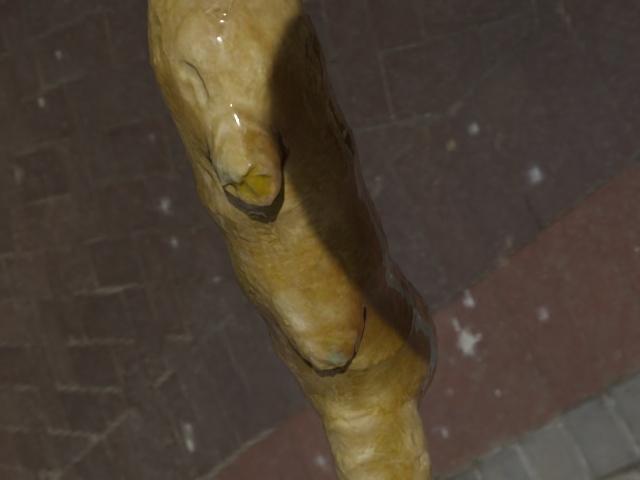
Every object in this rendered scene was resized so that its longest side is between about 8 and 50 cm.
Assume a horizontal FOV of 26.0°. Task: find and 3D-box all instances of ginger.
[{"bbox_3d":[-0.003,0.001,0.537,0.299,0.065,0.118,67,-170,-49],"label":"ginger"}]
